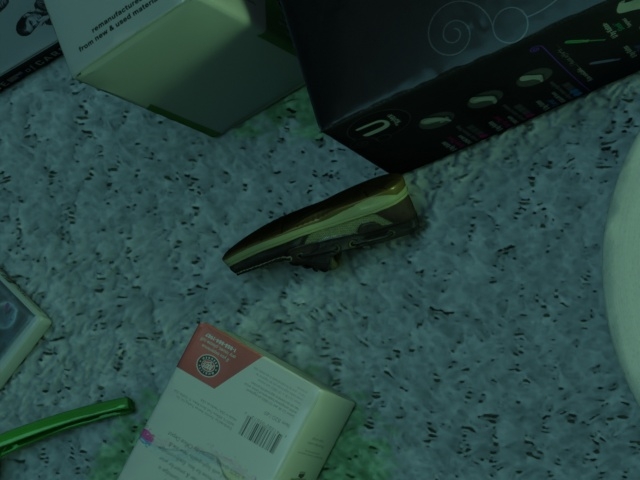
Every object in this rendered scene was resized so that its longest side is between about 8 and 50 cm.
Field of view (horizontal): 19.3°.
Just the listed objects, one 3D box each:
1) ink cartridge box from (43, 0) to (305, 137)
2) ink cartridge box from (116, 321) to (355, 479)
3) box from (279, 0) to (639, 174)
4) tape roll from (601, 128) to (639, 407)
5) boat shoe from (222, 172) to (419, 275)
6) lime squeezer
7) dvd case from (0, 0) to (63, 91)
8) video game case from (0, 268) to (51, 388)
[{"bbox_3d":[-0.130,-0.239,1.396,0.117,0.201,0.278,-30,68,20],"label":"ink cartridge box"},{"bbox_3d":[-0.076,0.174,1.358,0.115,0.067,0.198,28,90,27],"label":"ink cartridge box"},{"bbox_3d":[0.120,-0.180,1.304,0.270,0.143,0.165,-24,70,19],"label":"box"},{"bbox_3d":[0.372,0.013,1.167,0.392,0.072,0.392,-8,69,22],"label":"tape roll"},{"bbox_3d":[0.000,0.000,1.369,0.152,0.056,0.049,-21,103,24],"label":"boat shoe"},{"bbox_3d":[-0.284,0.203,1.437,0.310,0.059,0.110,-46,45,-4],"label":"lime squeezer"},{"bbox_3d":[-0.270,-0.215,1.551,0.239,0.029,0.179,-28,69,17],"label":"dvd case"},{"bbox_3d":[-0.329,0.084,1.517,0.173,0.022,0.190,42,97,25],"label":"video game case"}]
